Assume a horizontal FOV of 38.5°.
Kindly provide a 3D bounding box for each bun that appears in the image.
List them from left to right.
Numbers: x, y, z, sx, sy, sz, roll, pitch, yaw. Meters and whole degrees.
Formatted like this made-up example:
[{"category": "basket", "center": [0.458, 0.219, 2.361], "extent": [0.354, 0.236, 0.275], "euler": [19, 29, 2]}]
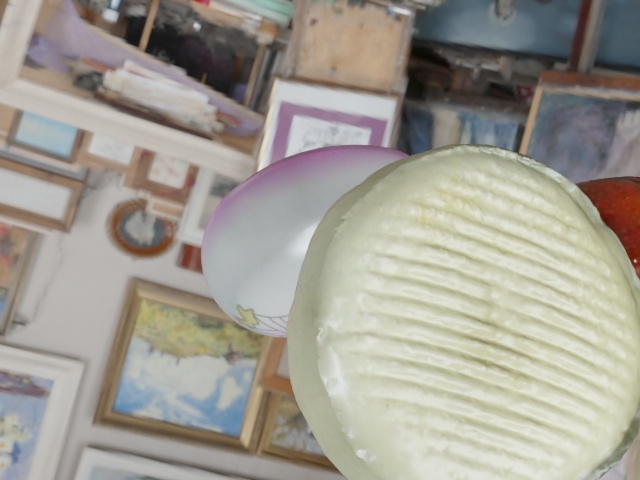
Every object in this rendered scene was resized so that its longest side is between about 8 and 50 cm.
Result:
[{"category": "bun", "center": [0.100, 0.069, 0.674], "extent": [0.287, 0.287, 0.146], "euler": [17, 163, -22]}]

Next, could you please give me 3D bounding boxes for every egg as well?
[{"category": "egg", "center": [0.000, 0.000, 0.993], "extent": [0.271, 0.196, 0.196], "euler": [-13, 167, 17]}]

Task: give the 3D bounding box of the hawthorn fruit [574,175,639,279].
[{"category": "hawthorn fruit", "center": [0.328, 0.026, 0.914], "extent": [0.243, 0.207, 0.207], "euler": [-16, -174, -18]}]
